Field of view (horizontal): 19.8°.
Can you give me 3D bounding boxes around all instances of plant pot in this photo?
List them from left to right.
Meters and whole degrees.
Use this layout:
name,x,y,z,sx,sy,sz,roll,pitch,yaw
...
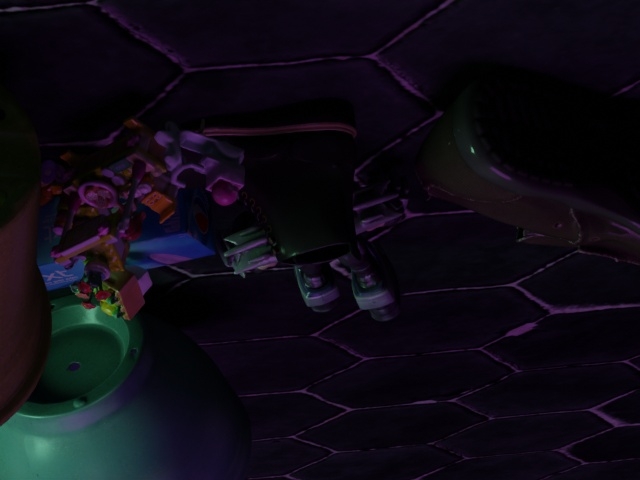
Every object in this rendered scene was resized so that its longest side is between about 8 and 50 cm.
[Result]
name,x,y,z,sx,sy,sz,roll,pitch,yaw
plant pot,-0.326,-0.002,1.431,0.276,0.276,0.254,1,148,-20
plant pot,-0.238,0.180,1.954,0.293,0.293,0.196,-10,133,10

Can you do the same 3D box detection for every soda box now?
name,x,y,z,sx,sy,sz,roll,pitch,yaw
soda box,-0.207,-0.005,1.696,0.210,0.067,0.071,-12,160,17

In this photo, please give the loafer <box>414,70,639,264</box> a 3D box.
name,x,y,z,sx,sy,sz,roll,pitch,yaw
loafer,0.231,-0.055,1.631,0.366,0.133,0.130,21,153,-34

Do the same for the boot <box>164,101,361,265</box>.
name,x,y,z,sx,sy,sz,roll,pitch,yaw
boot,-0.062,-0.033,1.558,0.198,0.137,0.077,-13,160,21

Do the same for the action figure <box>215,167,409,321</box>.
name,x,y,z,sx,sy,sz,roll,pitch,yaw
action figure,0.000,0.000,1.725,0.185,0.099,0.285,-9,161,7

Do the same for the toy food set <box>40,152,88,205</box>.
name,x,y,z,sx,sy,sz,roll,pitch,yaw
toy food set,-0.247,-0.047,1.637,0.122,0.019,0.078,-15,159,23

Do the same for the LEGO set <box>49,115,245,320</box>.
name,x,y,z,sx,sy,sz,roll,pitch,yaw
LEGO set,-0.175,0.003,1.536,0.132,0.107,0.287,21,143,-15
